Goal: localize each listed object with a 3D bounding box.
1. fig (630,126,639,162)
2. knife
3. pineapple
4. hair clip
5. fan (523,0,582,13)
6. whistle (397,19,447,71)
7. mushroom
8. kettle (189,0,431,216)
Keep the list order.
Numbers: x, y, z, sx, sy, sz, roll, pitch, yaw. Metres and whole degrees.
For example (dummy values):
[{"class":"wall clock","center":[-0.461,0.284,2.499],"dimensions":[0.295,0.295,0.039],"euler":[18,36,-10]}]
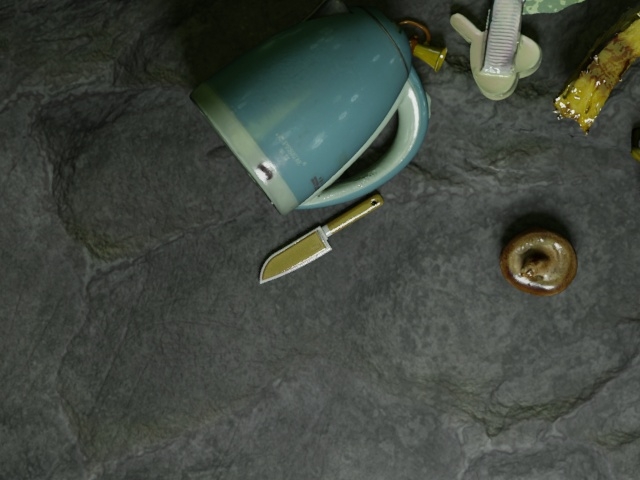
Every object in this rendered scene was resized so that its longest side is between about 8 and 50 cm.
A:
[{"class":"fig","center":[0.574,-0.091,1.667],"dimensions":[0.186,0.142,0.148],"euler":[41,66,-8]},{"class":"knife","center":[0.000,0.000,1.783],"dimensions":[0.256,0.022,0.046],"euler":[-31,91,5]},{"class":"pineapple","center":[0.464,-0.282,1.691],"dimensions":[0.079,0.135,0.233],"euler":[38,102,-4]},{"class":"hair clip","center":[0.291,-0.343,1.733],"dimensions":[0.159,0.071,0.219],"euler":[8,89,12]},{"class":"fan","center":[0.365,-0.445,1.756],"dimensions":[0.240,0.009,0.131],"euler":[0,90,5]},{"class":"whistle","center":[0.161,-0.334,1.761],"dimensions":[0.109,0.046,0.057],"euler":[31,107,11]},{"class":"mushroom","center":[0.358,0.037,1.719],"dimensions":[0.126,0.085,0.109],"euler":[29,57,7]},{"class":"kettle","center":[0.016,-0.212,1.701],"dimensions":[0.342,0.247,0.319],"euler":[-38,118,-3]}]
